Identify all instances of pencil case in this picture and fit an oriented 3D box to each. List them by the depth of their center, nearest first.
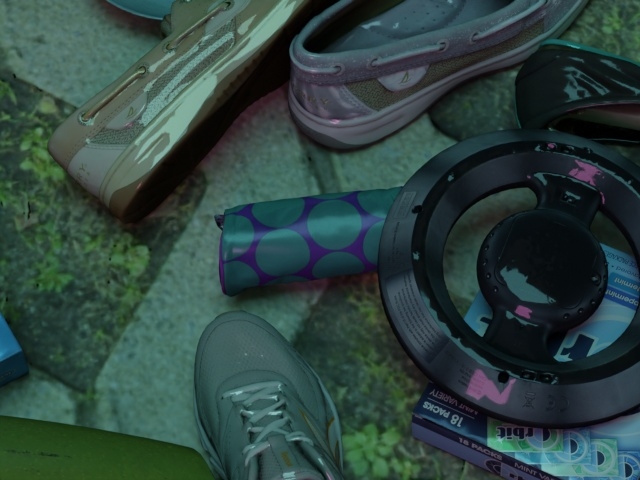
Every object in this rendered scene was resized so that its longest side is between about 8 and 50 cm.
[{"bbox_3d":[0.000,0.000,1.155,0.151,0.070,0.065,-7,61,-1],"label":"pencil case"}]

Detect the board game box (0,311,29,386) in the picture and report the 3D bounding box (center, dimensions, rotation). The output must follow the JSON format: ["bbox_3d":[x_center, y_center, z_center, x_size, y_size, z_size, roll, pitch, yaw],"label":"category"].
[{"bbox_3d":[-0.388,0.011,1.126,0.242,0.064,0.317,-29,77,-14],"label":"board game box"}]

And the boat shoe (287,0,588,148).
[{"bbox_3d":[0.108,-0.195,1.251,0.320,0.103,0.118,-33,62,-16],"label":"boat shoe"}]

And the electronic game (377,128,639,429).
[{"bbox_3d":[0.153,0.022,1.096,0.229,0.048,0.229,2,62,-4],"label":"electronic game"}]

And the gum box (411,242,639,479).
[{"bbox_3d":[0.174,0.086,1.109,0.157,0.041,0.184,23,61,16],"label":"gum box"}]

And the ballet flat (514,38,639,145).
[{"bbox_3d":[0.279,-0.080,1.185,0.280,0.095,0.096,10,68,21],"label":"ballet flat"}]

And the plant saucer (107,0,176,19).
[{"bbox_3d":[-0.110,-0.250,1.336,0.194,0.037,0.195,-2,58,3],"label":"plant saucer"}]

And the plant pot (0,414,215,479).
[{"bbox_3d":[-0.207,0.213,0.943,0.293,0.275,0.275,-7,57,-20],"label":"plant pot"}]

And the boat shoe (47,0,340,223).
[{"bbox_3d":[-0.082,-0.150,1.220,0.098,0.109,0.302,40,76,11],"label":"boat shoe"}]

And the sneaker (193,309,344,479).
[{"bbox_3d":[-0.023,0.145,1.036,0.099,0.121,0.262,-17,59,-8],"label":"sneaker"}]
